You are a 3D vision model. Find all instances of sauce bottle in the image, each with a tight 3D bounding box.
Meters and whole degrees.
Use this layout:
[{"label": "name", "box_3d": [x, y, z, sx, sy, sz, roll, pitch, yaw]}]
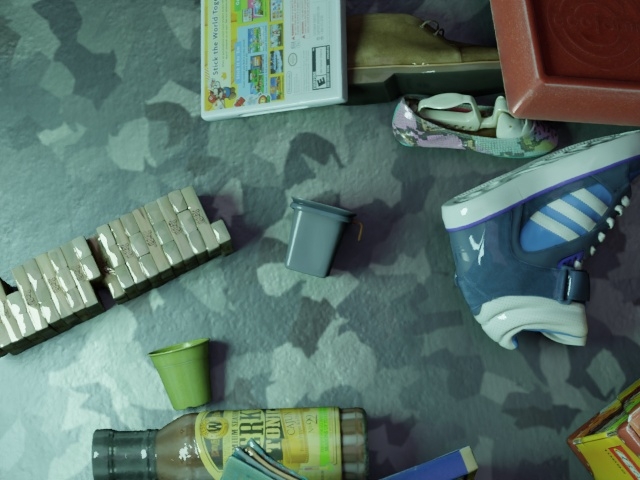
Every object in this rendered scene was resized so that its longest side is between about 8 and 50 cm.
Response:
[{"label": "sauce bottle", "box_3d": [-0.111, 0.267, 1.762, 0.344, 0.111, 0.111, -3, 79, -2]}]

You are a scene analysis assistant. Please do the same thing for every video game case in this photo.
[{"label": "video game case", "box_3d": [-0.063, -0.280, 1.870, 0.206, 0.026, 0.227, -6, 79, 23]}]

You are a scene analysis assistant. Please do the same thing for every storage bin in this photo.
[{"label": "storage bin", "box_3d": [0.000, 0.000, 1.809, 0.098, 0.135, 0.091, 15, 91, 2]}]

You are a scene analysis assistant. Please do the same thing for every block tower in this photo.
[{"label": "block tower", "box_3d": [-0.282, 0.038, 1.814, 0.335, 0.091, 0.097, -24, 81, -5]}]

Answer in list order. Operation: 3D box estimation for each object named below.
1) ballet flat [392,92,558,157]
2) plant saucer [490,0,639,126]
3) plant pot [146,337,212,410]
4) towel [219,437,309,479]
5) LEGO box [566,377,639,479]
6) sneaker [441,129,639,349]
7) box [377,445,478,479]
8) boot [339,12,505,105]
[{"label": "ballet flat", "box_3d": [0.205, -0.156, 1.855, 0.221, 0.079, 0.077, 5, 48, 2]}, {"label": "plant saucer", "box_3d": [0.354, -0.273, 1.836, 0.258, 0.048, 0.259, 2, 62, -15]}, {"label": "plant pot", "box_3d": [-0.171, 0.172, 1.801, 0.083, 0.083, 0.079, -14, 91, -3]}, {"label": "towel", "box_3d": [0.035, 0.382, 1.670, 0.370, 0.271, 0.040, 29, 55, 2]}, {"label": "LEGO box", "box_3d": [0.536, 0.357, 1.617, 0.193, 0.372, 0.500, -37, 82, -7]}, {"label": "sneaker", "box_3d": [0.324, 0.010, 1.822, 0.322, 0.130, 0.236, -22, 97, -16]}, {"label": "box", "box_3d": [0.081, 0.316, 1.740, 0.225, 0.136, 0.036, -19, 72, -3]}, {"label": "boot", "box_3d": [0.153, -0.250, 1.867, 0.305, 0.112, 0.115, -1, 73, 3]}]
